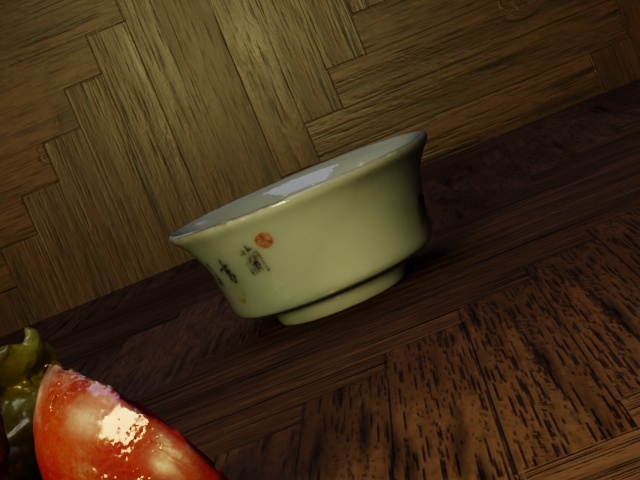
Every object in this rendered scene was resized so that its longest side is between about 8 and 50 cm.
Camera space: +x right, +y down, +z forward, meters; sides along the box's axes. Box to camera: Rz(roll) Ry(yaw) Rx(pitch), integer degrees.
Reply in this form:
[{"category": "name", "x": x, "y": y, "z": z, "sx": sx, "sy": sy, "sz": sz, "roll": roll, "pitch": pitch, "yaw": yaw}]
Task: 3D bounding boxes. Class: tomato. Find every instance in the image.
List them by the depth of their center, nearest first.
[{"category": "tomato", "x": -0.152, "y": 0.175, "z": 1.253, "sx": 0.189, "sy": 0.173, "sz": 0.099, "roll": 7, "pitch": 58, "yaw": 56}]

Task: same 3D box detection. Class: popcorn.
[{"category": "popcorn", "x": -0.342, "y": 0.187, "z": 1.801, "sx": 0.198, "sy": 0.155, "sz": 0.197, "roll": -34, "pitch": 1, "yaw": 1}]

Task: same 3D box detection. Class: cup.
[{"category": "cup", "x": 0.000, "y": 0.000, "z": 2.128, "sx": 0.347, "sy": 0.163, "sz": 0.347, "roll": -23, "pitch": 7, "yaw": 3}]

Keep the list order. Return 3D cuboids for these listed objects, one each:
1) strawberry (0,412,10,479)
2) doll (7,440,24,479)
[{"category": "strawberry", "x": -0.420, "y": 0.155, "z": 1.308, "sx": 0.312, "sy": 0.351, "sz": 0.267, "roll": -42, "pitch": 44, "yaw": 3}, {"category": "doll", "x": -0.398, "y": 0.235, "z": 1.602, "sx": 0.201, "sy": 0.156, "sz": 0.303, "roll": -32, "pitch": 5, "yaw": -21}]
